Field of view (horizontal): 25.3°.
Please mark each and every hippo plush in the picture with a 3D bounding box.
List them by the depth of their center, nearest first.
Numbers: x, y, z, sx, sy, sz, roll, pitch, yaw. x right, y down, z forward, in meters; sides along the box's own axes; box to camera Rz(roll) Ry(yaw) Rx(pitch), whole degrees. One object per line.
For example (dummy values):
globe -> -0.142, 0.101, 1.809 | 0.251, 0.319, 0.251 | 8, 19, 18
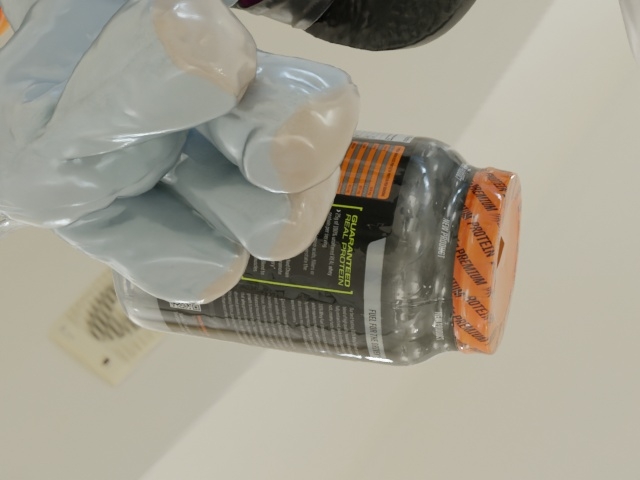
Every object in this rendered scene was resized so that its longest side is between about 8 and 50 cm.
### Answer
hippo plush -> -0.118, -0.109, 0.889 | 0.294, 0.234, 0.236 | -19, -128, 20

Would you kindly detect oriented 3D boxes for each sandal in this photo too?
sandal -> -0.036, -0.252, 1.254 | 0.107, 0.167, 0.446 | -17, -159, -41

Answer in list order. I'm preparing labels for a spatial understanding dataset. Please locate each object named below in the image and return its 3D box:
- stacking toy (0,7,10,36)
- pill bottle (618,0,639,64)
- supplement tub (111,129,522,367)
stacking toy -> -0.273, -0.263, 1.223 | 0.165, 0.175, 0.302 | 4, -148, 36
pill bottle -> 0.437, -0.284, 1.311 | 0.334, 0.188, 0.188 | -12, -135, 16
supplement tub -> 0.000, 0.000, 1.278 | 0.338, 0.207, 0.207 | 8, -127, 15
